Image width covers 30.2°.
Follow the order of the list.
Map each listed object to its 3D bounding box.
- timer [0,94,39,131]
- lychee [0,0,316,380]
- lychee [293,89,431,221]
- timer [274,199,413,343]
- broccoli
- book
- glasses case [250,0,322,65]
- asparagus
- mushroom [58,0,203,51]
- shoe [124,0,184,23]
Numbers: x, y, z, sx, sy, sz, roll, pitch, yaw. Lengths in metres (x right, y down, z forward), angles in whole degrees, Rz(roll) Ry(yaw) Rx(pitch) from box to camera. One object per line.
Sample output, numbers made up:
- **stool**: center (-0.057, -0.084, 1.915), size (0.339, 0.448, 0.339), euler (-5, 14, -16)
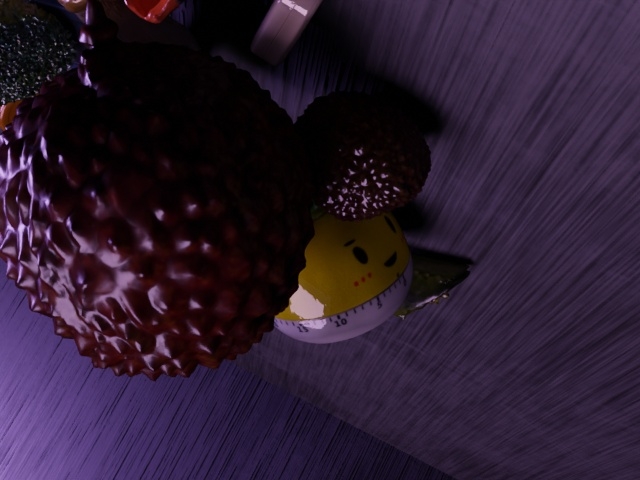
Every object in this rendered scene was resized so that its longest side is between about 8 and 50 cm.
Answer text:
- **timer**: center (-0.559, -0.286, 2.147), size (0.152, 0.132, 0.132), euler (48, 169, 22)
- **lychee**: center (-0.218, -0.064, 1.500), size (0.424, 0.424, 0.500), euler (7, 120, 48)
- **lychee**: center (0.050, -0.122, 1.610), size (0.188, 0.188, 0.188), euler (25, 162, 9)
- **timer**: center (0.000, 0.000, 1.904), size (0.285, 0.285, 0.285), euler (25, 162, 9)
- **broccoli**: center (-0.501, -0.314, 1.846), size (0.194, 0.194, 0.219), euler (21, -178, 21)
- **book**: center (-0.410, -0.332, 1.915), size (0.269, 0.025, 0.191), euler (20, 160, 23)
- **glasses case**: center (-0.035, -0.277, 1.438), size (0.050, 0.083, 0.196), euler (30, 160, -7)
- **asparagus**: center (0.105, 0.069, 2.118), size (0.382, 0.128, 0.108), euler (11, -168, 38)
- **mushroom**: center (-0.248, -0.288, 1.623), size (0.123, 0.095, 0.351), euler (40, 180, 24)
- **shoe**: center (-0.225, -0.361, 1.341), size (0.132, 0.171, 0.336), euler (22, 161, 20)
